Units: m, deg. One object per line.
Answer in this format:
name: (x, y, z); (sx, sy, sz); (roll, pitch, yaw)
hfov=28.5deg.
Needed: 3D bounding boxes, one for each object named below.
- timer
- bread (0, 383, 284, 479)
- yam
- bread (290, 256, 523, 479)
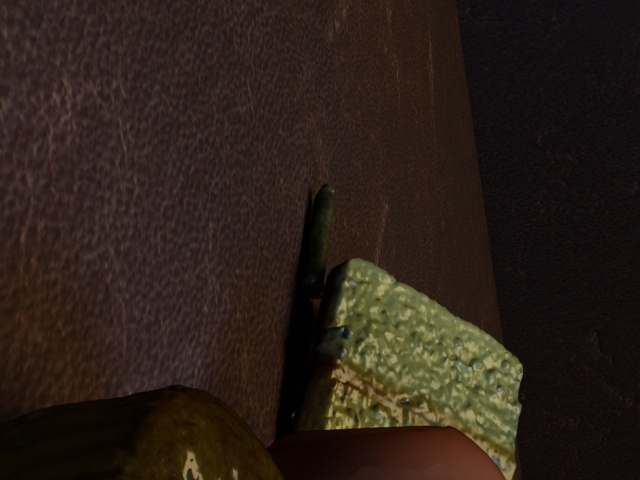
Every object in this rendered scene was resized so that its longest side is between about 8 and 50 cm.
timer: (0.040, 0.244, 0.911); (0.229, 0.230, 0.214); (32, 55, -74)
bread: (-0.089, 0.199, 0.578); (0.253, 0.143, 0.227); (-77, 151, -45)
yam: (0.000, 0.000, 1.240); (0.033, 0.027, 0.129); (39, 42, -29)
bread: (0.039, 0.181, 1.206); (0.236, 0.198, 0.263); (36, 50, -29)
